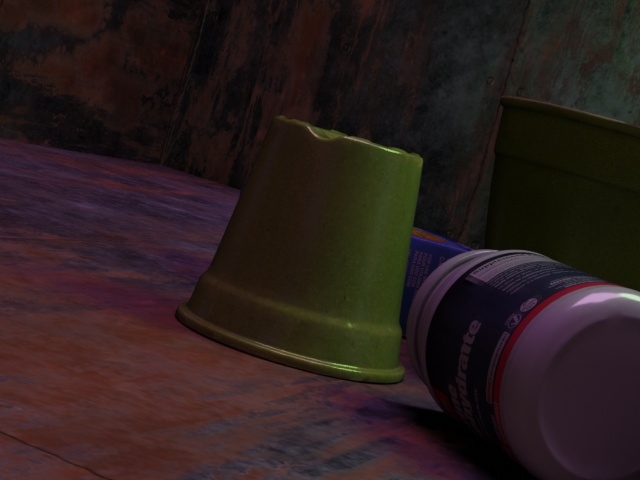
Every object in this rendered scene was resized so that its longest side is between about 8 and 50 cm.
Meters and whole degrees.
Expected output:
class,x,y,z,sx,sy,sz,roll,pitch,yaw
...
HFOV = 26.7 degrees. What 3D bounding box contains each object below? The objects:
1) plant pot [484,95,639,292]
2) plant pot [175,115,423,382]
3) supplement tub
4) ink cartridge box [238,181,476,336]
class,x,y,z,sx,sy,sz,roll,pitch,yaw
plant pot,0.354,0.036,1.716,0.366,0.353,0.366,17,4,-1
plant pot,0.000,0.000,1.550,0.276,0.254,0.276,16,4,-1
supplement tub,0.210,0.114,1.293,0.191,0.191,0.272,14,5,-21
ink cartridge box,0.078,0.043,1.998,0.395,0.151,0.270,16,4,-18
